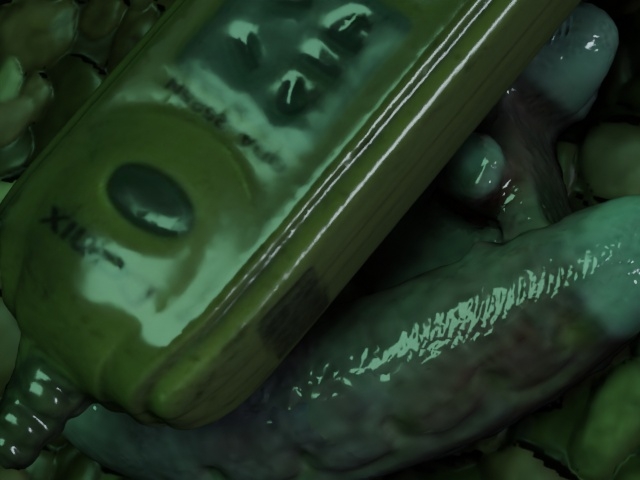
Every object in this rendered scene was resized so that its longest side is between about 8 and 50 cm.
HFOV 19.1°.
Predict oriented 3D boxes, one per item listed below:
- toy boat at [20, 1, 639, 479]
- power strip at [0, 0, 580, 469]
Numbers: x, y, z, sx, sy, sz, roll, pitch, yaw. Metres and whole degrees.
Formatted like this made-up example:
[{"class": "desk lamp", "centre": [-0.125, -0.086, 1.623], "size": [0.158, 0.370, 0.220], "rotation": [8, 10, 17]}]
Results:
[{"class": "toy boat", "centre": [0.000, 0.000, 0.626], "size": [0.227, 0.085, 0.155], "rotation": [-22, 61, 14]}, {"class": "power strip", "centre": [0.026, -0.085, 0.581], "size": [0.092, 0.066, 0.387], "rotation": [37, 82, 21]}]
